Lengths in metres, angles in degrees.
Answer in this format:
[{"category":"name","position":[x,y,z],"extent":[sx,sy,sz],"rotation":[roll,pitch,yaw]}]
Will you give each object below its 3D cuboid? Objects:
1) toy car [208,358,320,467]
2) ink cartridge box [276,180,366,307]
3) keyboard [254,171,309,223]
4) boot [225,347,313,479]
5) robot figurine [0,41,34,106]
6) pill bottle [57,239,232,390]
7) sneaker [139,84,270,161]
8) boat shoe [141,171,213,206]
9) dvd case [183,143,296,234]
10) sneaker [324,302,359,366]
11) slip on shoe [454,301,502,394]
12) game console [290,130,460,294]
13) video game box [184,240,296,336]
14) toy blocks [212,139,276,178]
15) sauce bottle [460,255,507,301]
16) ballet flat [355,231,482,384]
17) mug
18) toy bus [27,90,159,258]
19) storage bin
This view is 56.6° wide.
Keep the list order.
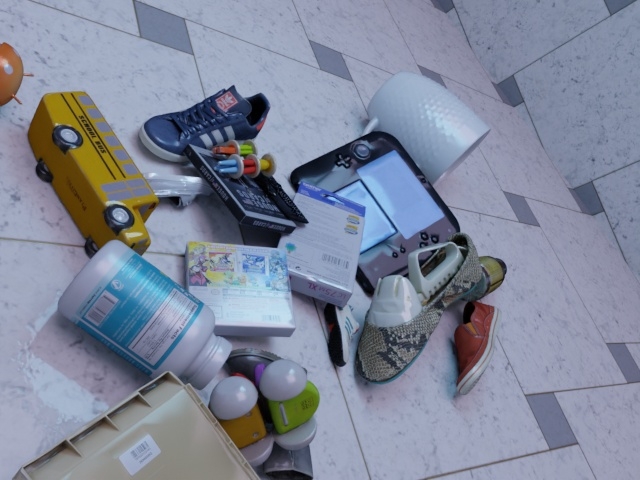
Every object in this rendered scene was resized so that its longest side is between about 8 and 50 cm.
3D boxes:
[{"category":"toy car","position":[-0.095,0.262,0.964],"extent":[0.181,0.159,0.136],"rotation":[-18,29,-11]},{"category":"ink cartridge box","position":[0.000,0.000,1.378],"extent":[0.185,0.065,0.311],"rotation":[20,44,-5]},{"category":"keyboard","position":[-0.094,-0.117,1.361],"extent":[0.100,0.038,0.192],"rotation":[14,29,-52]},{"category":"boot","position":[-0.092,0.309,1.052],"extent":[0.189,0.076,0.209],"rotation":[23,50,-25]},{"category":"robot figurine","position":[-0.627,-0.316,1.044],"extent":[0.219,0.128,0.158],"rotation":[23,0,-28]},{"category":"pill bottle","position":[-0.275,0.130,0.965],"extent":[0.264,0.146,0.146],"rotation":[39,38,-11]},{"category":"sneaker","position":[-0.250,-0.282,1.356],"extent":[0.131,0.148,0.350],"rotation":[52,38,7]},{"category":"boat shoe","position":[-0.295,-0.101,1.228],"extent":[0.184,0.066,0.063],"rotation":[4,82,-55]},{"category":"dvd case","position":[-0.174,-0.111,1.294],"extent":[0.239,0.030,0.179],"rotation":[48,19,27]},{"category":"sneaker","position":[0.057,0.200,1.291],"extent":[0.075,0.057,0.161],"rotation":[15,44,-27]},{"category":"slip on shoe","position":[0.384,0.266,1.514],"extent":[0.101,0.123,0.331],"rotation":[26,37,9]},{"category":"game console","position":[0.153,-0.089,1.552],"extent":[0.341,0.060,0.387],"rotation":[-28,76,-30]},{"category":"video game box","position":[-0.159,0.094,1.149],"extent":[0.205,0.048,0.187],"rotation":[6,54,-20]},{"category":"toy blocks","position":[-0.187,-0.179,1.296],"extent":[0.123,0.054,0.148],"rotation":[38,30,31]},{"category":"sauce bottle","position":[0.465,0.101,1.703],"extent":[0.111,0.111,0.344],"rotation":[58,25,14]},{"category":"ballet flat","position":[0.221,0.119,1.371],"extent":[0.482,0.163,0.182],"rotation":[-36,121,-40]},{"category":"mug","position":[0.285,-0.332,1.851],"extent":[0.374,0.276,0.328],"rotation":[-41,81,-22]},{"category":"toy bus","position":[-0.410,-0.112,1.086],"extent":[0.333,0.108,0.130],"rotation":[54,36,10]},{"category":"storage bin","position":[-0.240,0.359,0.813],"extent":[0.260,0.123,0.262],"rotation":[51,38,7]}]
